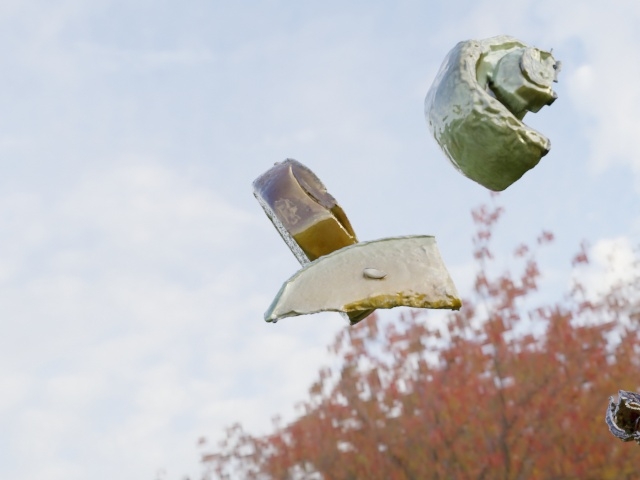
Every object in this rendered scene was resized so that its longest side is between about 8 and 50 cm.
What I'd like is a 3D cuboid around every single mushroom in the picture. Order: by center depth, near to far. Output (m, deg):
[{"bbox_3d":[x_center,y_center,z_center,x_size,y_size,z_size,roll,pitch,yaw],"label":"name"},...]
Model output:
[{"bbox_3d":[0.234,-0.196,1.740,0.164,0.267,0.189,25,-38,-12],"label":"mushroom"}]

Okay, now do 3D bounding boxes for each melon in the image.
[{"bbox_3d":[0.032,0.042,1.112,0.182,0.098,0.054,-4,-54,-10],"label":"melon"}]

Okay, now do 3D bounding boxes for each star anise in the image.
[{"bbox_3d":[0.431,0.242,1.637,0.097,0.070,0.190,22,13,-2],"label":"star anise"}]

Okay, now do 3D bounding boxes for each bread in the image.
[{"bbox_3d":[0.000,0.000,1.496,0.070,0.236,0.236,-35,-24,-5],"label":"bread"}]
